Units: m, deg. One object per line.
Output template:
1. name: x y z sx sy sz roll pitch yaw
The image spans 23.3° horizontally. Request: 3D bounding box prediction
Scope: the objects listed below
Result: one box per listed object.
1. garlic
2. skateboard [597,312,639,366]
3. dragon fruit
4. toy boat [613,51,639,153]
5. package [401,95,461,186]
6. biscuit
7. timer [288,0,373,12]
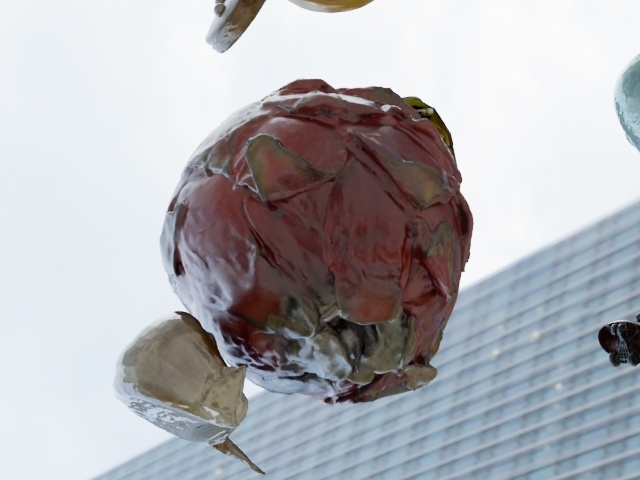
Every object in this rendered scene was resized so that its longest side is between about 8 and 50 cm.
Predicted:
1. garlic: -0.103 0.131 1.271 0.128 0.198 0.090 36 -111 16
2. skateboard: 0.377 0.108 1.694 0.080 0.151 0.067 -22 -70 -42
3. dragon fruit: 0.000 0.000 1.375 0.277 0.277 0.343 40 -146 -16
4. toy boat: 0.294 -0.062 1.072 0.207 0.079 0.134 26 -133 -7
5. package: 0.119 -0.115 1.859 0.047 0.071 0.131 -26 -74 -40
6. biscuit: -0.025 -0.223 1.133 0.031 0.205 0.138 32 -160 -15
7. timer: -0.026 -0.257 0.769 0.233 0.240 0.234 -1 -115 2
